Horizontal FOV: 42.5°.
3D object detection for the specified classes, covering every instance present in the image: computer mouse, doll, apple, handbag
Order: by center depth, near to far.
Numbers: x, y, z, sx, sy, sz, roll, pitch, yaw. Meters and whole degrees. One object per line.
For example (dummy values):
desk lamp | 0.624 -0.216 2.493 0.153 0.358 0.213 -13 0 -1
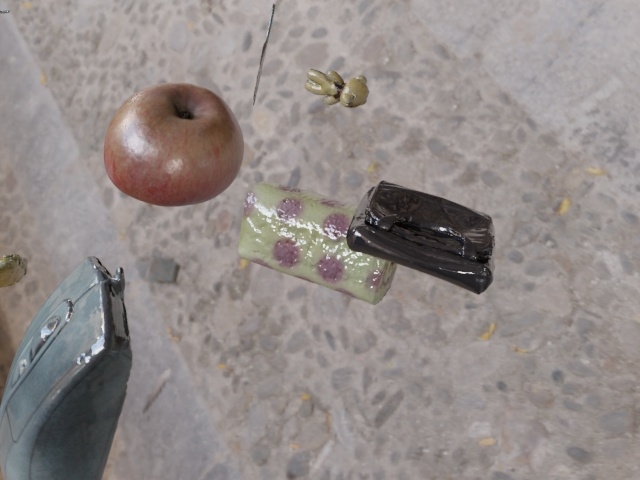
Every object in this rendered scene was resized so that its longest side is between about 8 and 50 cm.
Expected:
computer mouse | -0.304 0.182 0.959 0.188 0.121 0.371 54 129 50
doll | 0.026 -0.231 1.244 0.093 0.051 0.061 32 142 20
handbag | 0.195 -0.013 1.526 0.275 0.244 0.088 21 118 3
apple | -0.353 -0.241 2.015 0.345 0.344 0.269 40 127 40

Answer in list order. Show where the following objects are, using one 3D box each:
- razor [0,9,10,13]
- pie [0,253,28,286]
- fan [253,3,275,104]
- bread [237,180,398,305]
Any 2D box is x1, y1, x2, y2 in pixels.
razor | -0.604 -0.487 1.517 0.068 0.040 0.135 10 99 38
pie | -0.768 0.074 1.981 0.282 0.128 0.068 143 109 -72
fan | -0.128 -0.421 1.856 0.152 0.008 0.227 -154 76 -86
bread | 0.000 0.000 1.754 0.338 0.155 0.187 19 113 19
